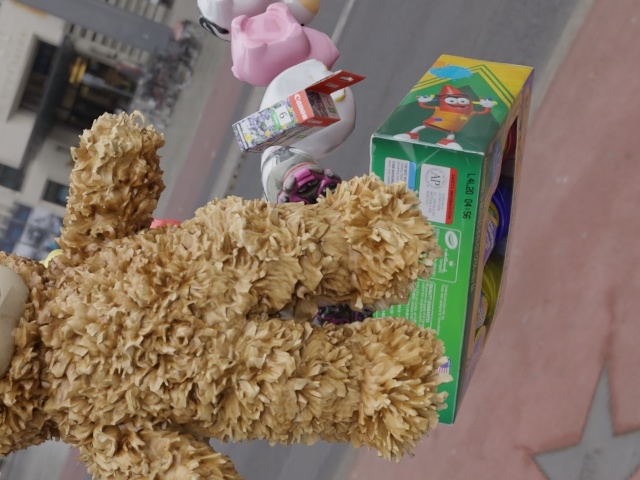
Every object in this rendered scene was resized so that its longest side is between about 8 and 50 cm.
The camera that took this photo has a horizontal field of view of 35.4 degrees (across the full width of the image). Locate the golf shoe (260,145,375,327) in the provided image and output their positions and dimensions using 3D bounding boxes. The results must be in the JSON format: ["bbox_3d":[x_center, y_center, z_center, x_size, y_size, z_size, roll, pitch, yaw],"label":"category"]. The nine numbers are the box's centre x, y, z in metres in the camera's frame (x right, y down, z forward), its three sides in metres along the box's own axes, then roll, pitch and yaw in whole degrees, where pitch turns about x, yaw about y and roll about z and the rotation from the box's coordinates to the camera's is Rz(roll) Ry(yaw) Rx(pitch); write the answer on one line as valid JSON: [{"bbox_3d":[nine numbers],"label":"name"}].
[{"bbox_3d":[0.000,0.000,0.842,0.086,0.067,0.186,46,158,52],"label":"golf shoe"}]

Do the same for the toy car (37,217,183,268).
[{"bbox_3d":[-0.247,0.048,1.272,0.225,0.239,0.053,43,147,50],"label":"toy car"}]

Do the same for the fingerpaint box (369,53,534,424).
[{"bbox_3d":[0.197,-0.012,1.534,0.371,0.163,0.444,-51,-32,-56],"label":"fingerpaint box"}]

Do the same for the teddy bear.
[{"bbox_3d":[-0.090,0.049,0.581,0.113,0.338,0.245,74,-152,-86],"label":"teddy bear"}]

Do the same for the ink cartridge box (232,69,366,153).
[{"bbox_3d":[-0.014,-0.112,0.894,0.115,0.029,0.063,-23,-6,23],"label":"ink cartridge box"}]

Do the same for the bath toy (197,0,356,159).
[{"bbox_3d":[-0.048,-0.222,1.178,0.129,0.151,0.348,89,160,-52],"label":"bath toy"}]
